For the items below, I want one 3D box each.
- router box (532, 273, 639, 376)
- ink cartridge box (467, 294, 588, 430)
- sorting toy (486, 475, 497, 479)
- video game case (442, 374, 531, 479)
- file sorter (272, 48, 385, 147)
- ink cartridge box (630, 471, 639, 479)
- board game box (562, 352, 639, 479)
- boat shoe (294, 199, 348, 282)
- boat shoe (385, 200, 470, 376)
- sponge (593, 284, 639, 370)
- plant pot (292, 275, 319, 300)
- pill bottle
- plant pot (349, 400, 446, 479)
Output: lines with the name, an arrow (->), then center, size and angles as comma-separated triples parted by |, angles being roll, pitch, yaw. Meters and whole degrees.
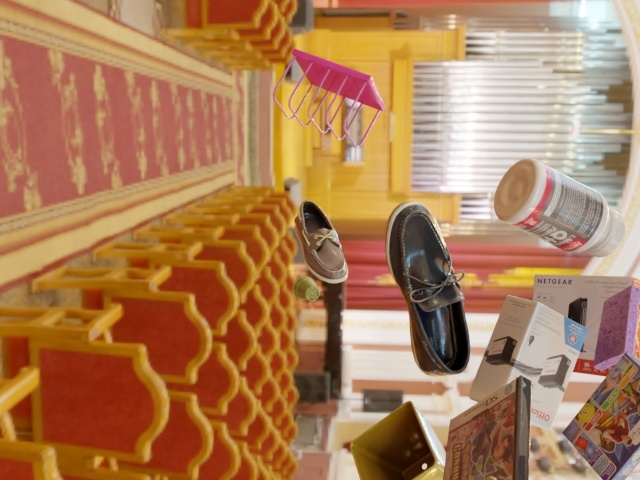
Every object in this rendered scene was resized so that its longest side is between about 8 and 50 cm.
router box -> 0.811, 0.260, 2.325 | 0.335, 0.082, 0.301 | -2, -102, 49
ink cartridge box -> 0.571, 0.337, 2.069 | 0.129, 0.223, 0.307 | 13, -102, 59
sorting toy -> 0.283, 0.508, 1.209 | 0.196, 0.047, 0.347 | -85, 160, -48
video game case -> 0.341, 0.446, 1.566 | 0.248, 0.035, 0.275 | -48, -163, 43
file sorter -> 0.023, -0.447, 2.417 | 0.182, 0.291, 0.202 | -61, 156, -8
ink cartridge box -> 0.927, 0.696, 1.985 | 0.066, 0.232, 0.189 | 116, -36, -47
board game box -> 0.544, 0.324, 1.362 | 0.201, 0.035, 0.136 | -59, -146, 19
boat shoe -> 0.000, 0.000, 2.262 | 0.324, 0.117, 0.096 | -116, -156, -49
boat shoe -> 0.302, 0.136, 2.034 | 0.156, 0.187, 0.500 | -175, -108, -68
sponge -> 0.747, 0.220, 1.897 | 0.117, 0.031, 0.210 | -52, -168, 55
plant pot -> -0.040, 0.168, 2.508 | 0.079, 0.083, 0.083 | -153, -119, -65
pill bottle -> 0.621, -0.073, 1.937 | 0.176, 0.319, 0.176 | -52, -155, 36
plant pot -> 0.233, 0.586, 1.948 | 0.187, 0.212, 0.212 | 42, 16, -34
